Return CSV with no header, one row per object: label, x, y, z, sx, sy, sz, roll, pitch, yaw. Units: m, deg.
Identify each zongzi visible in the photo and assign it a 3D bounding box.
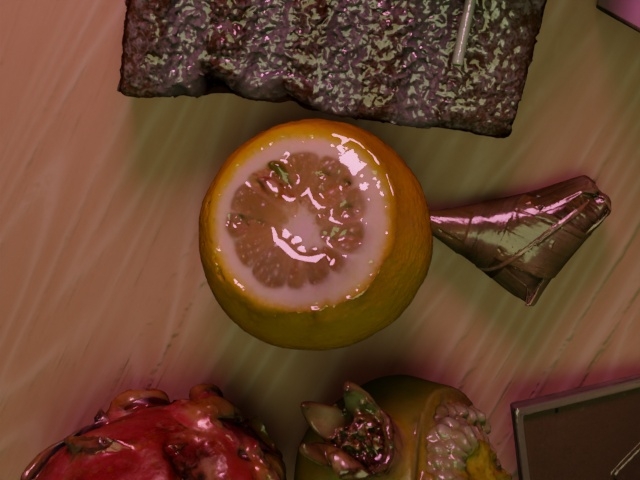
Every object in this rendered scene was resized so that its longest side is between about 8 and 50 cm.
zongzi,0.213,-0.035,1.182,0.176,0.078,0.160,36,101,-10

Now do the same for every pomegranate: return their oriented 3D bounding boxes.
pomegranate,0.076,0.263,1.182,0.260,0.260,0.340,-28,135,9

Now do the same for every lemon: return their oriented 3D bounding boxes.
lemon,0.000,0.000,1.117,0.240,0.219,0.240,-2,79,11

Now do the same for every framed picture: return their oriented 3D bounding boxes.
framed picture,0.392,0.270,1.285,0.324,0.020,0.240,-13,105,-9

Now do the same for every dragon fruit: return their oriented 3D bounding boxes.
dragon fruit,-0.172,0.284,1.214,0.263,0.314,0.296,-54,126,-28

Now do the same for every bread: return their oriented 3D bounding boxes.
bread,0.010,-0.209,1.090,0.417,0.113,0.165,6,112,-5

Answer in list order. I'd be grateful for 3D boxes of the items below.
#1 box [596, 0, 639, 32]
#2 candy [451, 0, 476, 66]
box,0.385,-0.274,1.028,0.148,0.195,0.177,14,109,-7
candy,0.157,-0.304,1.022,0.084,0.078,0.287,15,83,-4
